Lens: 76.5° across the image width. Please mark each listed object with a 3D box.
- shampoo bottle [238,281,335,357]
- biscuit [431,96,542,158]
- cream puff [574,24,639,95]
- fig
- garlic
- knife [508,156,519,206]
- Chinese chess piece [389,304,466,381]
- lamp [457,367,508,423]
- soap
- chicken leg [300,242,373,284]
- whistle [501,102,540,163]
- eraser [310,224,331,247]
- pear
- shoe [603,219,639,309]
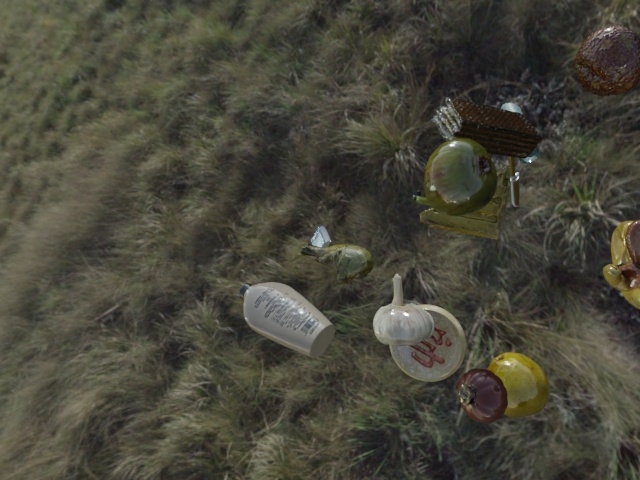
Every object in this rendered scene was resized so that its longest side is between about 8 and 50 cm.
[{"bbox_3d":[-0.088,0.160,0.892,0.256,0.078,0.127,26,62,36],"label":"shampoo bottle"},{"bbox_3d":[0.390,-0.264,0.958,0.070,0.251,0.106,114,153,-45],"label":"biscuit"},{"bbox_3d":[0.584,-0.360,0.836,0.084,0.149,0.149,-20,58,3],"label":"cream puff"},{"bbox_3d":[0.253,-0.105,0.866,0.259,0.151,0.152,143,136,-63],"label":"fig"},{"bbox_3d":[0.266,0.221,1.313,0.199,0.199,0.226,-7,82,34],"label":"garlic"},{"bbox_3d":[0.629,-0.198,1.308,0.022,0.256,0.046,22,60,43],"label":"knife"},{"bbox_3d":[0.384,0.368,1.466,0.269,0.112,0.270,-2,84,19],"label":"Chinese chess piece"},{"bbox_3d":[0.313,0.301,0.789,0.101,0.090,0.101,-42,41,51],"label":"lamp"},{"bbox_3d":[0.632,-0.187,1.760,0.338,0.169,0.305,13,86,24],"label":"soap"},{"bbox_3d":[0.029,0.042,0.856,0.178,0.070,0.093,18,64,34],"label":"chicken leg"},{"bbox_3d":[0.640,-0.357,1.308,0.062,0.062,0.312,-21,36,28],"label":"whistle"},{"bbox_3d":[0.000,0.000,1.322,0.063,0.027,0.085,67,150,23],"label":"eraser"},{"bbox_3d":[0.659,0.485,1.378,0.208,0.209,0.209,-14,64,31],"label":"pear"},{"bbox_3d":[0.339,0.030,0.425,0.072,0.069,0.109,1,79,29],"label":"shoe"}]
